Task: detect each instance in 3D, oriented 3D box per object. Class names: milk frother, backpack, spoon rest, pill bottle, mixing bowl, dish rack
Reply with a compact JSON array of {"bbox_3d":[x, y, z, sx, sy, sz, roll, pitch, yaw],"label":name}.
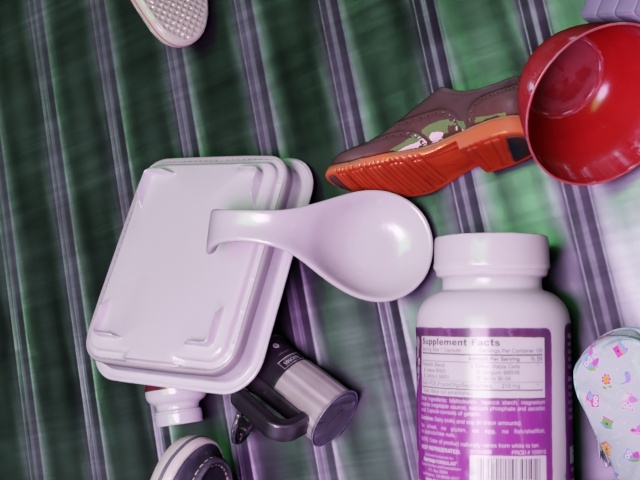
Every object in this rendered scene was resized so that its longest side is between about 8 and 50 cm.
[{"bbox_3d":[-0.043,0.221,1.309,0.135,0.129,0.143,35,147,30],"label":"milk frother"},{"bbox_3d":[0.343,0.174,1.046,0.152,0.115,0.182,-33,67,29],"label":"backpack"},{"bbox_3d":[0.000,0.000,1.234,0.276,0.084,0.137,5,80,-2],"label":"spoon rest"},{"bbox_3d":[0.188,0.145,1.114,0.169,0.169,0.301,-3,84,32],"label":"pill bottle"},{"bbox_3d":[0.281,-0.160,1.097,0.181,0.181,0.098,-57,30,16],"label":"mixing bowl"},{"bbox_3d":[-0.202,0.177,1.407,0.086,0.086,0.152,-14,79,31],"label":"pill bottle"},{"bbox_3d":[-0.173,0.026,1.345,0.286,0.072,0.332,2,67,32],"label":"dish rack"}]

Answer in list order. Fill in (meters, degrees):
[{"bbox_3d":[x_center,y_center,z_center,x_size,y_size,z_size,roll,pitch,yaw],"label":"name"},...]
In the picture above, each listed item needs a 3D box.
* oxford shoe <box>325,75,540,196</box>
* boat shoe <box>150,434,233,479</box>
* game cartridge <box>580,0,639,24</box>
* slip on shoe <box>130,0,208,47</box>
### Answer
[{"bbox_3d":[0.131,-0.122,1.230,0.271,0.097,0.098,-12,62,25],"label":"oxford shoe"},{"bbox_3d":[-0.123,0.493,1.283,0.156,0.187,0.500,-4,89,27],"label":"boat shoe"},{"bbox_3d":[0.389,-0.382,1.013,0.355,0.068,0.230,-69,22,4],"label":"game cartridge"},{"bbox_3d":[-0.264,-0.410,1.494,0.331,0.123,0.101,59,147,16],"label":"slip on shoe"}]
